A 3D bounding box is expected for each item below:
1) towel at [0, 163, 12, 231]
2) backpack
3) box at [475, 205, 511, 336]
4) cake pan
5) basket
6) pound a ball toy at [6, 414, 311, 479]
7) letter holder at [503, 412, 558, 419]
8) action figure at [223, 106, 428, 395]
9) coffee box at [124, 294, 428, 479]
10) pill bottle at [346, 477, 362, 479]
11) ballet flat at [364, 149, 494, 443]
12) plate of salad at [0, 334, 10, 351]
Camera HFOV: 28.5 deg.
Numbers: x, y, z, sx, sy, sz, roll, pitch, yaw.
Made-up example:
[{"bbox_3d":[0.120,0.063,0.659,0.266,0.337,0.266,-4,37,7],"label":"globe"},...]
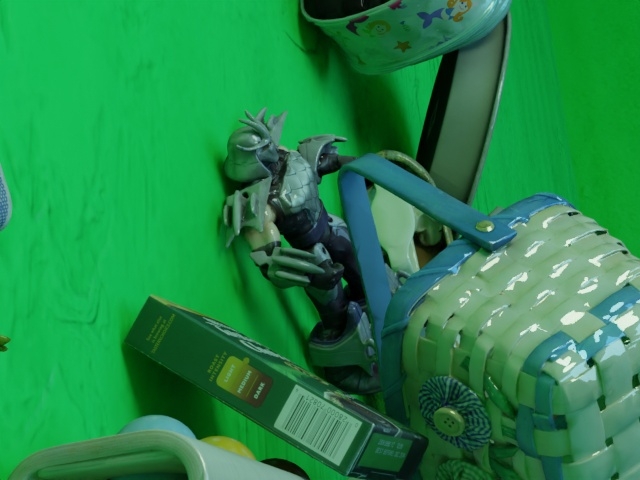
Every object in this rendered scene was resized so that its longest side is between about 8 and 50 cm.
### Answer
[{"bbox_3d":[-0.243,-0.104,0.518,0.209,0.034,0.285,69,18,11],"label":"towel"},{"bbox_3d":[0.093,-0.294,1.324,0.191,0.225,0.254,47,38,-38],"label":"backpack"},{"bbox_3d":[0.204,0.068,1.469,0.148,0.121,0.311,-66,169,16],"label":"box"},{"bbox_3d":[0.154,-0.130,1.450,0.293,0.054,0.293,-166,-90,-89],"label":"cake pan"},{"bbox_3d":[0.123,0.080,0.923,0.289,0.201,0.255,32,-36,52],"label":"basket"},{"bbox_3d":[-0.013,0.183,0.757,0.319,0.208,0.136,36,45,-60],"label":"pound a ball toy"},{"bbox_3d":[0.248,0.274,1.271,0.152,0.301,0.215,30,50,-64],"label":"letter holder"},{"bbox_3d":[0.000,0.000,1.078,0.285,0.099,0.185,57,38,-34],"label":"action figure"},{"bbox_3d":[-0.029,0.099,0.828,0.040,0.184,0.113,-63,153,-2],"label":"coffee box"},{"bbox_3d":[0.119,0.306,1.108,0.278,0.162,0.162,52,32,-50],"label":"pill bottle"},{"bbox_3d":[0.092,0.066,1.242,0.123,0.123,0.349,39,37,-60],"label":"ballet flat"},{"bbox_3d":[-0.205,0.027,0.571,0.200,0.048,0.200,-12,90,-70],"label":"plate of salad"}]
